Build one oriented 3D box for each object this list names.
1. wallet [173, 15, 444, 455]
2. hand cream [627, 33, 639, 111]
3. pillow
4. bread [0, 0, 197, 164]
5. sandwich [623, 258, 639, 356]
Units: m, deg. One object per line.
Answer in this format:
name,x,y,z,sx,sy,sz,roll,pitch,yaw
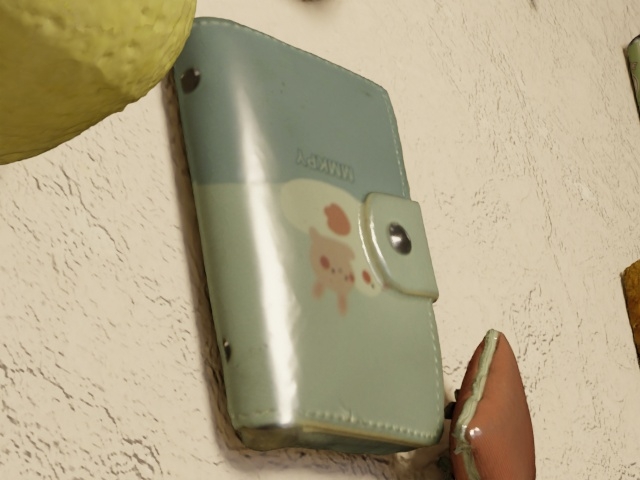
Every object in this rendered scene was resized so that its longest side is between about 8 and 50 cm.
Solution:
wallet,0.000,0.000,1.142,0.252,0.083,0.360,12,60,-45
hand cream,0.477,-0.193,2.002,0.086,0.055,0.235,17,62,-47
pillow,0.145,0.186,1.208,0.179,0.075,0.171,-63,143,-61
bread,-0.214,-0.199,0.819,0.320,0.237,0.320,38,40,-41
sandwich,0.459,0.128,1.726,0.215,0.065,0.186,29,46,-42
